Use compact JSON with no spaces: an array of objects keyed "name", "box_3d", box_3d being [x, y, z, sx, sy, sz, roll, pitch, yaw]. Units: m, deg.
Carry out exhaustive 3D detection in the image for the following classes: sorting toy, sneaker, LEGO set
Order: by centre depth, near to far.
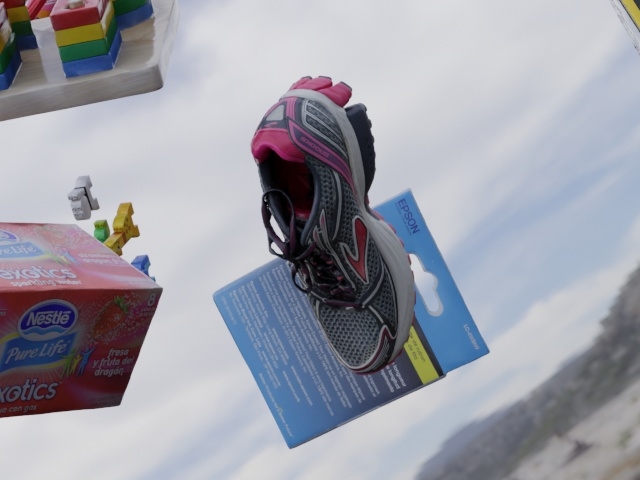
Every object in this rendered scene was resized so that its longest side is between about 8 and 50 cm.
[{"name":"sneaker","box_3d":[0.000,0.000,1.535,0.120,0.299,0.112,-1,29,33]},{"name":"sorting toy","box_3d":[-0.277,-0.202,1.571,0.257,0.089,0.255,-11,23,4]},{"name":"LEGO set","box_3d":[-0.316,0.019,2.462,0.087,0.227,0.093,-7,22,21]}]

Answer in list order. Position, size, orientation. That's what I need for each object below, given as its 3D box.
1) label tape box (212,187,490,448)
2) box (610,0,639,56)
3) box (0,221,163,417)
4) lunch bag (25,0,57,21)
[{"name":"label tape box","box_3d":[0.054,0.104,2.247,0.347,0.249,0.115,-29,-4,27]},{"name":"box","box_3d":[0.301,-0.107,1.197,0.079,0.257,0.322,-31,-19,12]},{"name":"box","box_3d":[-0.321,0.074,1.567,0.300,0.154,0.142,1,-64,-51]},{"name":"lunch bag","box_3d":[-0.382,-0.375,2.455,0.293,0.120,0.258,-53,22,5]}]
